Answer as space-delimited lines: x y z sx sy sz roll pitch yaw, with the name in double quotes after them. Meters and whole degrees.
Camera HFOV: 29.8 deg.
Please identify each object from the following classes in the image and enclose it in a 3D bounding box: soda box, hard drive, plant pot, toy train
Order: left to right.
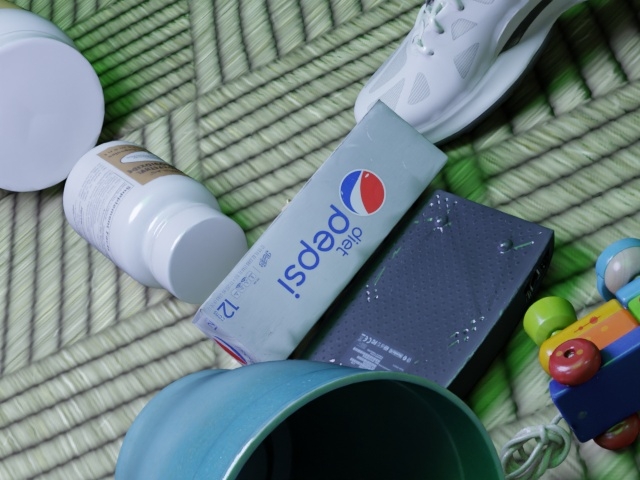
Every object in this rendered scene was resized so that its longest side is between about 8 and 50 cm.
-0.036 0.214 0.962 0.272 0.272 0.255 -53 30 -16 "plant pot"
0.000 0.000 1.204 0.286 0.098 0.091 -51 2 -17 "soda box"
0.097 0.076 1.133 0.172 0.054 0.255 23 69 45 "hard drive"
0.206 0.101 1.007 0.248 0.105 0.143 -33 31 6 "toy train"

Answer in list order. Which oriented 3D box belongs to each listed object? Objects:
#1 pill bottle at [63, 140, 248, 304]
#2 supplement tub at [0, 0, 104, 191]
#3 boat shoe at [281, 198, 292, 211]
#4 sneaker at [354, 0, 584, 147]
-0.185 -0.019 1.357 0.131 0.131 0.229 -47 42 -10 "pill bottle"
-0.462 -0.213 1.643 0.241 0.241 0.331 -48 43 -12 "supplement tub"
-0.018 -0.022 1.294 0.059 0.063 0.170 12 62 35 "boat shoe"
0.138 -0.291 1.215 0.447 0.257 0.169 -42 37 27 "sneaker"
